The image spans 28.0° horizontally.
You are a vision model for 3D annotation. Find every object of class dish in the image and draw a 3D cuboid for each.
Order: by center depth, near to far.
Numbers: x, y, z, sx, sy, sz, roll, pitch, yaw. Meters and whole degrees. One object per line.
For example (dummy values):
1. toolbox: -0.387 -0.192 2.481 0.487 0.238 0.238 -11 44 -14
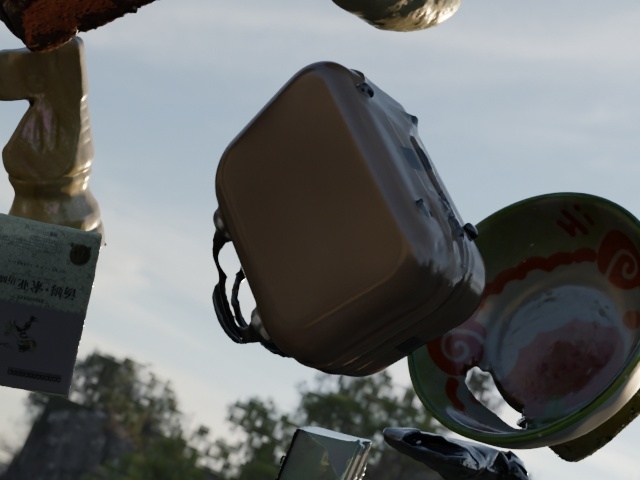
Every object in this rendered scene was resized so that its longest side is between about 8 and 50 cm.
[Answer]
1. dish: 0.269 0.111 1.501 0.324 0.324 0.124 7 -25 45

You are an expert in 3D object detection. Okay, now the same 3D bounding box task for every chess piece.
1. chess piece: -0.360 -0.125 1.713 0.137 0.300 0.137 1 23 -1

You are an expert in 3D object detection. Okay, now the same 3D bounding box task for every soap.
1. soap: -0.015 0.359 1.758 0.091 0.230 0.145 22 1 16

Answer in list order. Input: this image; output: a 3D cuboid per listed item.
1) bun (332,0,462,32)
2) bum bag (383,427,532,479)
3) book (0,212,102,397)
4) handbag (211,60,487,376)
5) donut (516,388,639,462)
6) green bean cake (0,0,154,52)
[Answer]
1. bun: 0.068 -0.359 1.407 0.168 0.272 0.273 -26 -43 32
2. bum bag: 0.217 0.327 1.872 0.137 0.074 0.310 12 -8 44
3. book: -0.309 0.068 1.361 0.127 0.181 0.014 14 -3 -27
4. handbag: 0.000 0.000 1.311 0.149 0.283 0.301 26 32 -51
5. donut: 0.405 0.205 1.772 0.107 0.272 0.272 50 -12 9
6. green bean cake: -0.248 -0.304 1.390 0.198 0.233 0.097 46 -12 34
